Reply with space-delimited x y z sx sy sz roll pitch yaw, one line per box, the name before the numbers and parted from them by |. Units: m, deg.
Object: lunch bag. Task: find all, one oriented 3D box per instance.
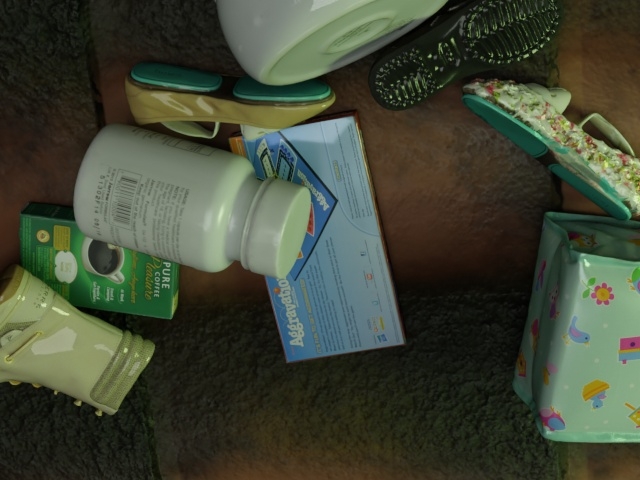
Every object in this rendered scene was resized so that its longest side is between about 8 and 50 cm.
lunch bag | 0.362 0.099 1.393 0.262 0.160 0.223 6 110 -8

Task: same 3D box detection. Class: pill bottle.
pill bottle | -0.134 -0.037 1.382 0.229 0.131 0.131 16 113 12

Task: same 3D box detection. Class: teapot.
teapot | 0.001 -0.281 1.249 0.256 0.252 0.187 -24 85 -3

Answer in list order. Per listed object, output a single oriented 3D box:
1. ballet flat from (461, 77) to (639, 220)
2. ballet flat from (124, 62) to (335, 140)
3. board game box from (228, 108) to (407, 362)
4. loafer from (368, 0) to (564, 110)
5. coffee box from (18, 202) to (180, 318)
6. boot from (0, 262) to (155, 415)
ballet flat | 0.257 -0.113 1.368 0.241 0.091 0.077 35 81 -13
ballet flat | -0.097 -0.145 1.392 0.232 0.080 0.073 8 122 13
board game box | 0.000 0.000 1.460 0.145 0.027 0.281 -10 111 9
loafer | 0.143 -0.210 1.334 0.220 0.078 0.080 -23 113 -4
coffee box | -0.253 0.024 1.490 0.184 0.040 0.113 7 114 4
boot | -0.333 0.152 1.521 0.203 0.095 0.262 29 128 -20
